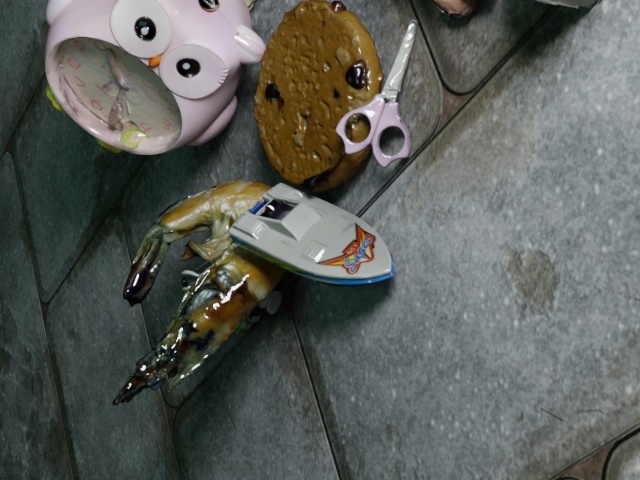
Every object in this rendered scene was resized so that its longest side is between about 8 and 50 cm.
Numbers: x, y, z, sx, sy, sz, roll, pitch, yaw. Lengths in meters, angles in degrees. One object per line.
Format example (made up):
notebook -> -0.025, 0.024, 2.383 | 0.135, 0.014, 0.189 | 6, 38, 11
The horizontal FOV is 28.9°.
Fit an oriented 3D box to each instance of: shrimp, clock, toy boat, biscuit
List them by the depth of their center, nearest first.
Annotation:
toy boat -> 0.000, 0.000, 1.835 | 0.295, 0.129, 0.088 | 25, 149, 41
biscuit -> 0.000, -0.219, 1.888 | 0.296, 0.075, 0.295 | 3, 94, 51
shrimp -> -0.216, 0.073, 1.973 | 0.272, 0.085, 0.445 | 20, 65, 30
clock -> -0.270, -0.337, 2.091 | 0.377, 0.368, 0.250 | -27, 27, 50

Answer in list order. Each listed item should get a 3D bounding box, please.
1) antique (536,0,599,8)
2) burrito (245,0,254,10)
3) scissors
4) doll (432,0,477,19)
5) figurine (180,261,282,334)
antique -> 0.268, -0.369, 1.414 | 0.146, 0.152, 0.148 | -52, 45, 41
burrito -> -0.108, -0.449, 2.099 | 0.045, 0.041, 0.185 | 38, 131, 1
scissors -> 0.099, -0.212, 1.757 | 0.021, 0.110, 0.212 | -3, -67, -85
doll -> 0.141, -0.443, 1.634 | 0.303, 0.156, 0.201 | 54, 149, -2
figurine -> -0.156, 0.086, 2.078 | 0.192, 0.147, 0.126 | 13, 81, 38
